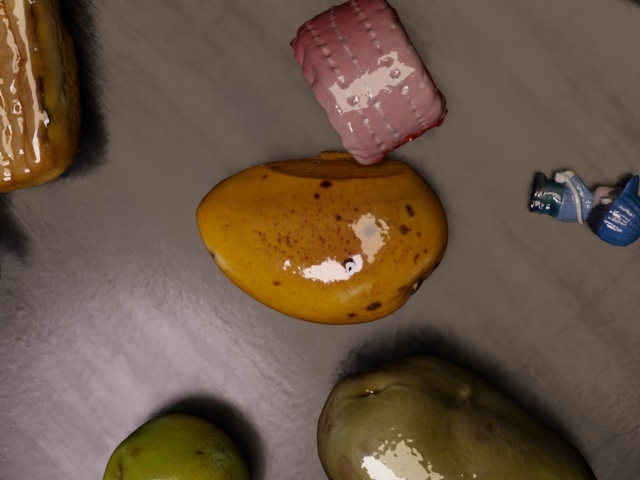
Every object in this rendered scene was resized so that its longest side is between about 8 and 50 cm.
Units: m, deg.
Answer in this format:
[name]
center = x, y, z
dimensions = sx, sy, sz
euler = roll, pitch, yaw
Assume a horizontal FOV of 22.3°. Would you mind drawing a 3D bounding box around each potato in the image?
[potato]
center = 0.164, 0.253, 1.835
dimensions = 0.351, 0.218, 0.202
euler = 23, 75, -5

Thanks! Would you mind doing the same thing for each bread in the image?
[bread]
center = -0.450, -0.213, 1.876
dimensions = 0.328, 0.148, 0.337
euler = -8, 98, 9

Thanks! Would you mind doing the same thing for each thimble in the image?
[thimble]
center = 0.056, -0.181, 1.819
dimensions = 0.125, 0.189, 0.163
euler = -30, 127, 6

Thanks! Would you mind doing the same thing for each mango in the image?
[mango]
center = 0.000, 0.000, 1.856
dimensions = 0.290, 0.160, 0.191
euler = 6, 105, 8

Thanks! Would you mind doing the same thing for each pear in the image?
[pear]
center = -0.147, 0.298, 1.896
dimensions = 0.216, 0.166, 0.180
euler = 17, 84, -23

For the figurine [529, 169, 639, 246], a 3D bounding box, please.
[figurine]
center = 0.310, -0.037, 1.868
dimensions = 0.136, 0.079, 0.077
euler = 5, 137, -1
